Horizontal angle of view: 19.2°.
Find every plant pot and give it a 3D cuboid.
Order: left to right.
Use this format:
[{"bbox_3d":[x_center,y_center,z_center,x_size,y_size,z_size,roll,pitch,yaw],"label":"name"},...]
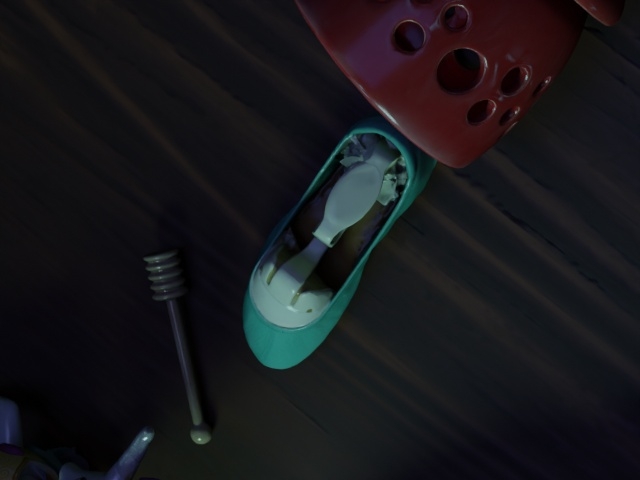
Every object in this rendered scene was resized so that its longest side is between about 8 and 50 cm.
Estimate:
[{"bbox_3d":[0.098,-0.175,1.312,0.174,0.191,0.191,-43,81,16],"label":"plant pot"}]

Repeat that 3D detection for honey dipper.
[{"bbox_3d":[-0.110,0.086,1.527,0.030,0.030,0.161,-10,98,24],"label":"honey dipper"}]

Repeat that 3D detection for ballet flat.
[{"bbox_3d":[0.000,0.000,1.432,0.083,0.087,0.247,38,111,12],"label":"ballet flat"}]

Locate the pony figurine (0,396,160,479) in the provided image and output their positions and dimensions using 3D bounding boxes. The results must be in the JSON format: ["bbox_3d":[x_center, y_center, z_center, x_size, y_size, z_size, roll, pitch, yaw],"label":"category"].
[{"bbox_3d":[-0.269,0.286,1.518,0.363,0.302,0.351,13,95,36],"label":"pony figurine"}]
